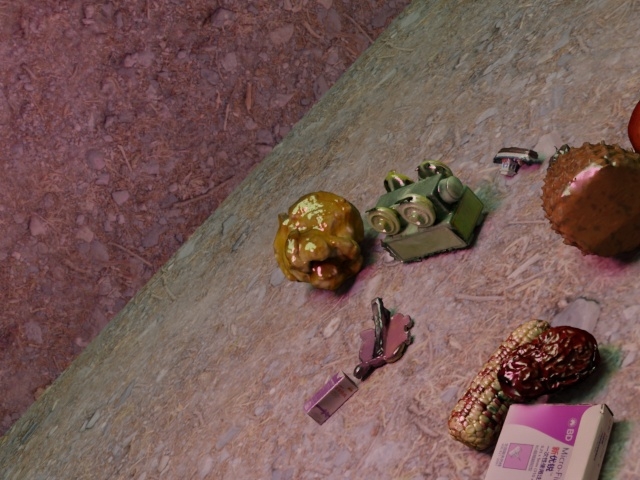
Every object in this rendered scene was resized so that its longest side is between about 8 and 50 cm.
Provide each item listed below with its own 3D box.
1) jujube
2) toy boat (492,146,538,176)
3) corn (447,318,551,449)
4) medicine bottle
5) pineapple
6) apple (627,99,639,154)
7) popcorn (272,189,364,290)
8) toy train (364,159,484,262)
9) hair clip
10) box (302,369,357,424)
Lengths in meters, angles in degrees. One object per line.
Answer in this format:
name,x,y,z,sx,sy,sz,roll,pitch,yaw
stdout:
jujube,0.358,0.194,1.232,0.166,0.104,0.104,-18,24,-2
toy boat,0.448,-0.182,1.809,0.140,0.059,0.066,16,90,63
corn,0.304,0.236,1.300,0.253,0.086,0.086,-52,24,-16
medicine bottle,0.329,0.334,1.138,0.171,0.052,0.201,-14,39,52
pineapple,0.489,-0.105,1.441,0.202,0.202,0.362,-40,15,12
apple,0.625,-0.188,1.372,0.147,0.156,0.158,5,20,8
popcorn,0.006,0.002,2.027,0.276,0.225,0.276,-170,90,-72
toy train,0.235,-0.064,1.797,0.271,0.188,0.159,-19,33,50
hair clip,0.136,0.206,1.694,0.146,0.056,0.187,-32,35,26
box,0.021,0.335,1.656,0.117,0.050,0.036,-45,24,3
